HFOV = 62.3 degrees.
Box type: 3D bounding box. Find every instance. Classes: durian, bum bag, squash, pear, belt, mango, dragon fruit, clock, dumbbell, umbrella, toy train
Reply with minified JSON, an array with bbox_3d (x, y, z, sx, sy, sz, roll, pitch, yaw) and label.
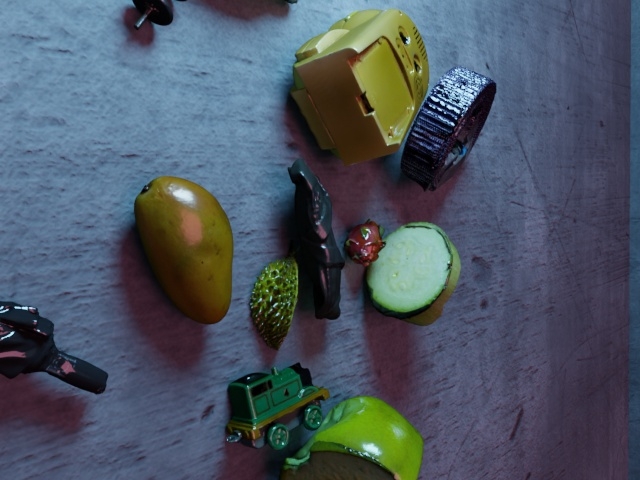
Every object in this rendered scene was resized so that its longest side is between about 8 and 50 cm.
[{"bbox_3d":[-0.076,0.101,0.988,0.100,0.086,0.216,18,81,-75],"label":"durian"},{"bbox_3d":[0.000,0.000,1.006,0.142,0.079,0.327,-85,165,-73],"label":"bum bag"},{"bbox_3d":[0.215,0.078,1.139,0.133,0.220,0.220,28,74,-36],"label":"squash"},{"bbox_3d":[0.067,0.394,1.017,0.292,0.292,0.159,-37,83,-35],"label":"pear"},{"bbox_3d":[0.290,-0.254,1.194,0.325,0.122,0.260,-35,149,-55],"label":"belt"},{"bbox_3d":[-0.198,0.017,0.830,0.138,0.113,0.254,-32,114,-36],"label":"mango"},{"bbox_3d":[0.098,0.000,1.123,0.081,0.086,0.116,29,59,1],"label":"dragon fruit"},{"bbox_3d":[0.099,-0.322,1.048,0.317,0.200,0.244,-52,126,-37],"label":"clock"},{"bbox_3d":[-0.240,-0.374,0.803,0.069,0.069,0.147,41,65,-35],"label":"dumbbell"},{"bbox_3d":[-0.409,0.115,0.655,0.340,0.118,0.118,46,63,-38],"label":"umbrella"},{"bbox_3d":[-0.080,0.295,0.968,0.227,0.091,0.137,-18,94,-40],"label":"toy train"}]

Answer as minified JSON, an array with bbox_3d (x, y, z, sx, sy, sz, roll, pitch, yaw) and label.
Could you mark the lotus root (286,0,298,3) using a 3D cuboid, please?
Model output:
[{"bbox_3d":[-0.124,-0.505,0.858,0.322,0.139,0.158,28,73,-42],"label":"lotus root"}]
